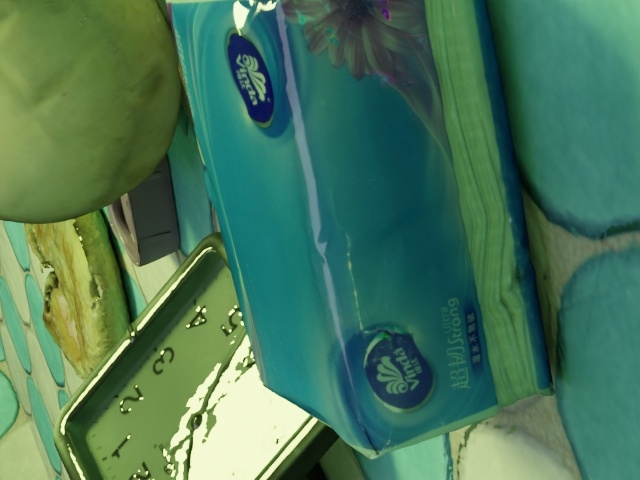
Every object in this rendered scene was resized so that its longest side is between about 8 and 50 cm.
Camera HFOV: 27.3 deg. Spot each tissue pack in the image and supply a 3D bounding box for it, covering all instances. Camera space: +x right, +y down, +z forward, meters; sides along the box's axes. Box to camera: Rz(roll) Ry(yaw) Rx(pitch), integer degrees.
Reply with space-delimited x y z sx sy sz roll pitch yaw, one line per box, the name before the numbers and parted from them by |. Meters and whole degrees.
tissue pack | 0.018 -0.033 0.796 0.198 0.146 0.263 20 123 64

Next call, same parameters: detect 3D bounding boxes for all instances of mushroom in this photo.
mushroom | -0.300 -0.193 1.274 0.356 0.315 0.315 70 159 9

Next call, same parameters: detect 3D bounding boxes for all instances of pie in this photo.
pie | -0.338 0.058 1.853 0.337 0.075 0.337 40 138 48

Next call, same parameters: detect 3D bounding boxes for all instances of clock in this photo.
clock | -0.202 -0.056 1.457 0.110 0.050 0.153 41 142 54
clock | -0.109 0.160 1.180 0.279 0.049 0.273 -50 43 11

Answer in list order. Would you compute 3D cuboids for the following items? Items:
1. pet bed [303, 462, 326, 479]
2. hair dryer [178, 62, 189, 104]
pet bed | -0.065 0.311 1.242 0.211 0.159 0.183 64 157 21
hair dryer | -0.048 -0.121 1.029 0.181 0.064 0.117 -28 78 61
